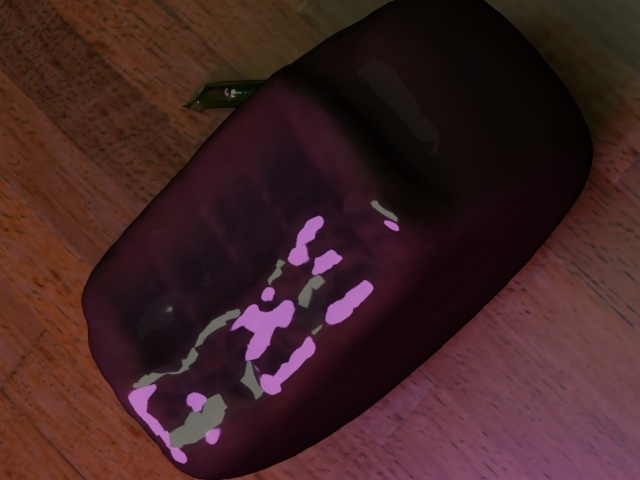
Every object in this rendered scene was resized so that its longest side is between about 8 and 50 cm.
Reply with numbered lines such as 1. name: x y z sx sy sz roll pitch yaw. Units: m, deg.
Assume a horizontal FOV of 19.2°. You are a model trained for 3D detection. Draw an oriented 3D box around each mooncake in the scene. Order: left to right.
1. mooncake: 0.000 0.000 1.184 0.174 0.334 0.326 52 149 13

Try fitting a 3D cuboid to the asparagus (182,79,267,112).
1. asparagus: -0.051 -0.103 1.347 0.108 0.025 0.021 -1 102 22
